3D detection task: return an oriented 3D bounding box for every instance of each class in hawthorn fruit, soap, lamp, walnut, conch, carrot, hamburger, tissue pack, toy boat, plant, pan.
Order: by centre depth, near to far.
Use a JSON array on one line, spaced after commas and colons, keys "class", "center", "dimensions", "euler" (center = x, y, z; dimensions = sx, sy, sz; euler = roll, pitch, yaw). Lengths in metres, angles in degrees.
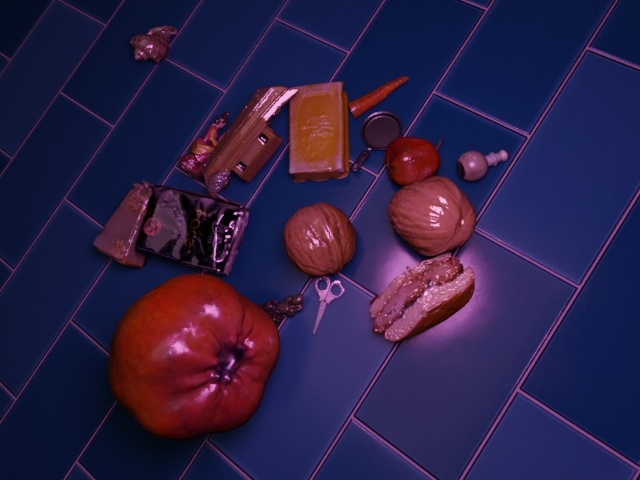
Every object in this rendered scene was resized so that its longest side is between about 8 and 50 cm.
[{"class": "hawthorn fruit", "center": [-0.355, 0.309, 1.242], "dimensions": [0.472, 0.472, 0.471], "euler": [-3, 78, 13]}, {"class": "walnut", "center": [0.310, -0.071, 1.253], "dimensions": [0.225, 0.225, 0.261], "euler": [-52, 31, -1]}, {"class": "hamburger", "center": [0.295, 0.163, 1.255], "dimensions": [0.155, 0.245, 0.282], "euler": [60, 137, 39]}, {"class": "walnut", "center": [0.000, 0.000, 1.335], "dimensions": [0.228, 0.228, 0.227], "euler": [-3, 78, 13]}, {"class": "lamp", "center": [0.494, -0.237, 1.337], "dimensions": [0.163, 0.091, 0.091], "euler": [-19, 74, -9]}, {"class": "hawthorn fruit", "center": [0.301, -0.248, 1.352], "dimensions": [0.204, 0.162, 0.162], "euler": [-16, 75, -1]}, {"class": "plant", "center": [-0.130, 0.213, 1.386], "dimensions": [0.174, 0.085, 0.087], "euler": [-17, 48, 4]}, {"class": "toy boat", "center": [-0.224, -0.324, 1.447], "dimensions": [0.162, 0.136, 0.445], "euler": [37, 102, -11]}, {"class": "pan", "center": [0.171, -0.318, 1.450], "dimensions": [0.136, 0.028, 0.235], "euler": [34, 85, 18]}, {"class": "tissue pack", "center": [-0.421, -0.039, 1.465], "dimensions": [0.333, 0.123, 0.244], "euler": [15, 84, 7]}, {"class": "soap", "center": [-0.007, -0.359, 1.472], "dimensions": [0.199, 0.091, 0.314], "euler": [-2, 77, 14]}, {"class": "carrot", "center": [0.194, -0.487, 1.472], "dimensions": [0.224, 0.057, 0.057], "euler": [-32, 73, 2]}, {"class": "lamp", "center": [-0.381, -0.327, 1.545], "dimensions": [0.118, 0.118, 0.253], "euler": [42, 87, 18]}, {"class": "conch", "center": [-0.638, -0.757, 1.682], "dimensions": [0.155, 0.130, 0.207], "euler": [33, 73, 5]}]

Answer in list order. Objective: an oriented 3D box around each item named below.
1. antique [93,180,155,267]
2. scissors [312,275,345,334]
[{"class": "antique", "center": [-0.636, -0.063, 1.536], "dimensions": [0.150, 0.125, 0.284], "euler": [24, 84, 16]}, {"class": "scissors", "center": [0.007, 0.205, 1.387], "dimensions": [0.100, 0.015, 0.188], "euler": [18, 84, 14]}]
